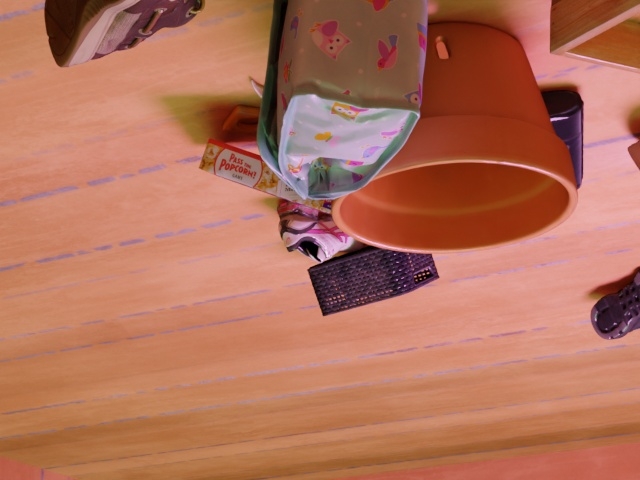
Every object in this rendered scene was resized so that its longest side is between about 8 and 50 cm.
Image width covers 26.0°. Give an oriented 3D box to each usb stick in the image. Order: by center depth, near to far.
[{"bbox_3d":[0.322,-0.129,1.900,0.077,0.045,0.278,-11,157,6],"label":"usb stick"}]

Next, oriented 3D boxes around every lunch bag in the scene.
[{"bbox_3d":[0.021,-0.184,1.496,0.160,0.223,0.262,8,159,-7],"label":"lunch bag"}]

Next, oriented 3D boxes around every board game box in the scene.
[{"bbox_3d":[-0.057,-0.081,1.847,0.193,0.045,0.147,19,-178,1],"label":"board game box"}]

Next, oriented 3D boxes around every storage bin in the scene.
[{"bbox_3d":[0.085,0.052,2.235,0.180,0.084,0.122,-16,-177,36],"label":"storage bin"}]

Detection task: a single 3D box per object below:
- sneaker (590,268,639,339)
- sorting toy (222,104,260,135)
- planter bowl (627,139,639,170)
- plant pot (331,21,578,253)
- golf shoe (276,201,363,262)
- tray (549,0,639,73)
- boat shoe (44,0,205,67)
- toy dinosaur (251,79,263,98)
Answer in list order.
[{"bbox_3d":[0.592,0.093,2.451,0.106,0.101,0.267,-14,168,-36],"label":"sneaker"},{"bbox_3d":[0.039,-0.126,1.887,0.347,0.047,0.196,3,158,-11],"label":"sorting toy"},{"bbox_3d":[0.507,-0.098,1.869,0.109,0.162,0.162,-41,143,18],"label":"planter bowl"},{"bbox_3d":[0.157,-0.127,1.676,0.291,0.203,0.291,0,159,0],"label":"plant pot"},{"bbox_3d":[0.000,0.000,2.157,0.067,0.086,0.186,-20,155,38],"label":"golf shoe"},{"bbox_3d":[0.435,-0.269,1.429,0.203,0.076,0.411,9,165,-23],"label":"tray"},{"bbox_3d":[-0.177,-0.274,1.422,0.123,0.123,0.342,-5,163,-30],"label":"boat shoe"},{"bbox_3d":[-0.017,-0.145,1.788,0.183,0.093,0.053,21,-162,-8],"label":"toy dinosaur"}]
